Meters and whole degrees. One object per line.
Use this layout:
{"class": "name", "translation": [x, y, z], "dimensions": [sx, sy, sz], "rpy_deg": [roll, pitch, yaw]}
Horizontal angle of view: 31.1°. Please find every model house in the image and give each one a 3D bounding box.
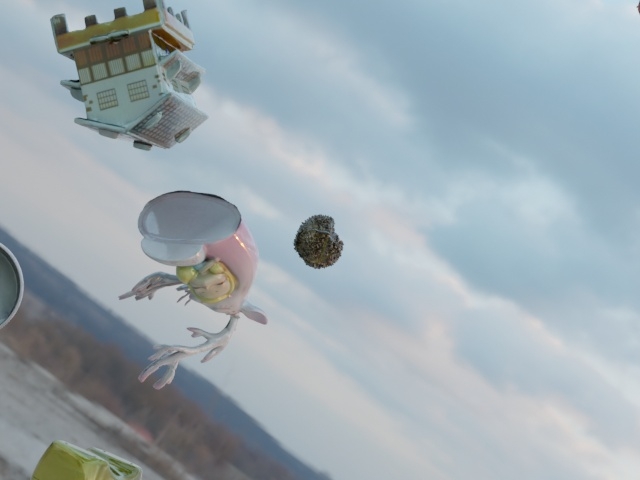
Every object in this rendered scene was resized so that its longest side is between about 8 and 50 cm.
{"class": "model house", "translation": [-0.294, -0.260, 1.829], "dimensions": [0.224, 0.198, 0.215], "rpy_deg": [16, 59, -82]}

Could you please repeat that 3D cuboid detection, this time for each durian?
{"class": "durian", "translation": [0.000, 0.000, 1.738], "dimensions": [0.080, 0.091, 0.080], "rpy_deg": [13, -52, 18]}

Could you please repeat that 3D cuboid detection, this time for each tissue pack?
{"class": "tissue pack", "translation": [-0.365, 0.386, 1.779], "dimensions": [0.123, 0.127, 0.178], "rpy_deg": [21, -8, 24]}

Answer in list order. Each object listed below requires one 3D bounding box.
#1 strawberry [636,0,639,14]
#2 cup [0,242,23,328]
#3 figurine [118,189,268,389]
{"class": "strawberry", "translation": [0.661, -0.469, 2.133], "dimensions": [0.082, 0.188, 0.121], "rpy_deg": [61, -24, -1]}
{"class": "cup", "translation": [-0.464, 0.083, 1.529], "dimensions": [0.142, 0.134, 0.173], "rpy_deg": [165, -84, -72]}
{"class": "figurine", "translation": [-0.231, 0.071, 2.007], "dimensions": [0.315, 0.284, 0.206], "rpy_deg": [69, 2, -46]}
